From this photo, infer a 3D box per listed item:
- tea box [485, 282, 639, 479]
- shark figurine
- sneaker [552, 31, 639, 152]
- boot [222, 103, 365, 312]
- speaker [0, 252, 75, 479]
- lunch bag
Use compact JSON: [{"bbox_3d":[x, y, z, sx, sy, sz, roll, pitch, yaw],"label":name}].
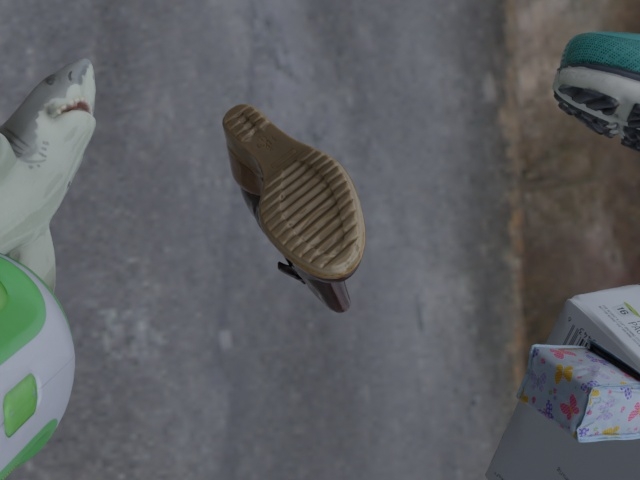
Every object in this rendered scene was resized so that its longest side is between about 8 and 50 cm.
[{"bbox_3d":[0.383,0.206,1.432,0.323,0.329,0.220,-7,131,-36],"label":"tea box"},{"bbox_3d":[-0.247,-0.020,0.987,0.278,0.116,0.166,-17,117,-57],"label":"shark figurine"},{"bbox_3d":[0.244,-0.082,0.774,0.107,0.275,0.110,57,33,-83],"label":"sneaker"},{"bbox_3d":[0.000,0.000,1.565,0.248,0.090,0.207,55,-6,45],"label":"boot"},{"bbox_3d":[-0.197,0.080,0.743,0.296,0.131,0.131,-58,134,-79],"label":"speaker"},{"bbox_3d":[0.189,0.101,1.158,0.083,0.071,0.053,5,109,-34],"label":"lunch bag"}]
